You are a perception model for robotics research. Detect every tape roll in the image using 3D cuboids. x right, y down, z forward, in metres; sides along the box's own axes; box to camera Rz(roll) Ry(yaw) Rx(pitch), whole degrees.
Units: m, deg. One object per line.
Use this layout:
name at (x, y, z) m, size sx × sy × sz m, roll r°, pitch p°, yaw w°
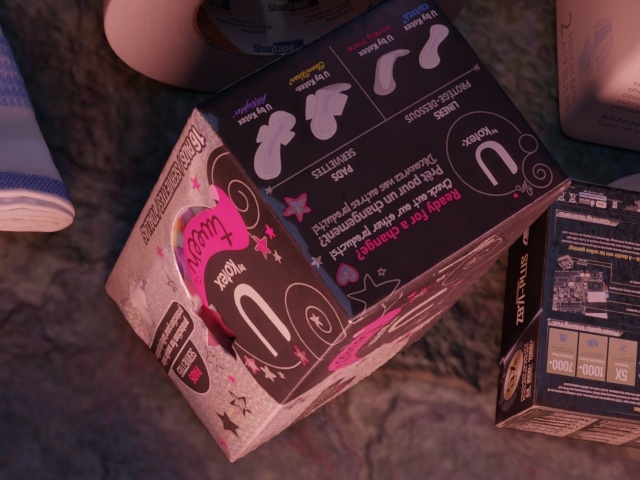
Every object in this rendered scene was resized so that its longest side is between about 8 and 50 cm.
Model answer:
tape roll at (-0.024, -0.167, 1.188) m, size 0.219 × 0.219 × 0.072 m, roll -1°, pitch 67°, yaw -19°

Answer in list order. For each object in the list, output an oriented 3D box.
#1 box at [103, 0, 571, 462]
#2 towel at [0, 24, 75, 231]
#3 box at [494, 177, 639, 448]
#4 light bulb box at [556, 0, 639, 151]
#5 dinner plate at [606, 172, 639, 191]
box at (0.000, 0.000, 1.106) m, size 0.163 × 0.247 × 0.142 m, roll -32°, pitch 79°, yaw -27°
towel at (-0.253, -0.133, 1.145) m, size 0.209 × 0.034 × 0.285 m, roll 5°, pitch 59°, yaw -54°
box at (0.209, 0.052, 1.235) m, size 0.180 × 0.077 × 0.147 m, roll 9°, pitch 73°, yaw -11°
light bulb box at (0.320, -0.277, 1.269) m, size 0.225 × 0.361 × 0.357 m, roll 8°, pitch 65°, yaw -15°
dinner plate at (0.233, 0.017, 1.309) m, size 0.141 × 0.017 × 0.141 m, roll 7°, pitch 64°, yaw -15°
